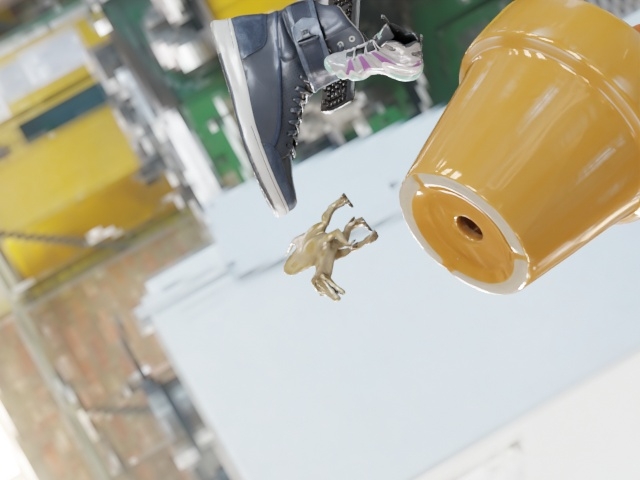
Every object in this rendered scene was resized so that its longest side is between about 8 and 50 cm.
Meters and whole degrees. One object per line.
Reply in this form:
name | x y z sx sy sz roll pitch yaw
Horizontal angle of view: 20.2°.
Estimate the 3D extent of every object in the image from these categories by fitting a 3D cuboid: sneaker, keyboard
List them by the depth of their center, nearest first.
sneaker | 0.053 -0.193 1.764 0.069 0.098 0.038 92 176 -45
sneaker | -0.013 -0.149 1.924 0.086 0.163 0.226 85 171 -81
keyboard | 0.012 -0.261 2.427 0.100 0.038 0.192 -28 50 51

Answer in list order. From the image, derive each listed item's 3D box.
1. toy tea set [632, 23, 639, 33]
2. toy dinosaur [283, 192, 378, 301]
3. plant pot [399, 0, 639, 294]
toy tea set | 0.434 -0.157 2.397 0.124 0.336 0.200 47 148 -22
toy dinosaur | 0.000 0.000 1.718 0.053 0.092 0.183 52 179 -20
plant pot | 0.169 -0.063 1.455 0.205 0.188 0.205 33 152 20
